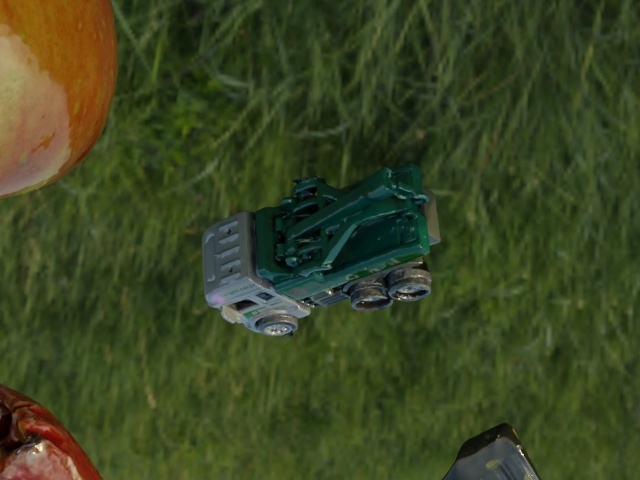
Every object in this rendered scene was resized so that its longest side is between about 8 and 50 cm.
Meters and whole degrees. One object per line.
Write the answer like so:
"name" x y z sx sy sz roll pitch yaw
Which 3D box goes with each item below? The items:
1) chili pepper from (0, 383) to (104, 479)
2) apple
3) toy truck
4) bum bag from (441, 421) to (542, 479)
"chili pepper" -0.104 0.108 0.440 0.070 0.073 0.123 22 142 44
"apple" -0.318 -0.164 0.943 0.339 0.339 0.339 5 158 2
"toy truck" 0.003 0.003 1.711 0.363 0.176 0.178 -23 148 34
"bum bag" 0.188 0.272 1.151 0.106 0.060 0.232 -32 106 10
